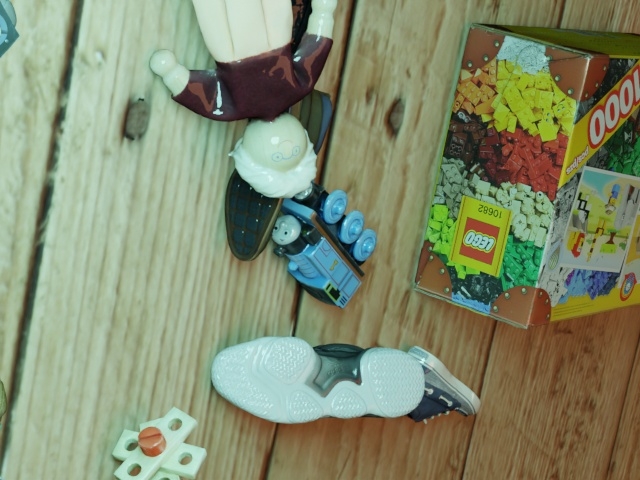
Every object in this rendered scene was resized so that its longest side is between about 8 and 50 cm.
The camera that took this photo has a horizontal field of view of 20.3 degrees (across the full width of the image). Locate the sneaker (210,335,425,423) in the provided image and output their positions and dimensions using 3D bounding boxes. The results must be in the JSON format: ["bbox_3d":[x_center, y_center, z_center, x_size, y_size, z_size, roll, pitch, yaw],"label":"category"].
[{"bbox_3d":[-0.021,0.171,2.166,0.269,0.153,0.101,5,84,-22],"label":"sneaker"}]

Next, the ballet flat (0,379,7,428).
[{"bbox_3d":[-0.406,0.151,1.572,0.342,0.116,0.124,-21,108,-54],"label":"ballet flat"}]

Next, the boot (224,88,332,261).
[{"bbox_3d":[-0.039,-0.080,2.031,0.106,0.082,0.219,8,97,-55],"label":"boot"}]

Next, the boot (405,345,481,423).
[{"bbox_3d":[0.154,0.222,2.501,0.086,0.069,0.190,-57,138,-10],"label":"boot"}]

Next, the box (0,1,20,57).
[{"bbox_3d":[-0.357,-0.156,1.415,0.147,0.180,0.077,-55,143,-27],"label":"box"}]

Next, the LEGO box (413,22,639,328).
[{"bbox_3d":[0.374,-0.100,2.529,0.500,0.193,0.372,-7,112,-54],"label":"LEGO box"}]

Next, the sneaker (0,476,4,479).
[{"bbox_3d":[-0.344,0.251,1.752,0.135,0.058,0.052,4,102,-56],"label":"sneaker"}]

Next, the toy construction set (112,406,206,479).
[{"bbox_3d":[-0.152,0.351,2.008,0.215,0.151,0.327,-33,129,-11],"label":"toy construction set"}]

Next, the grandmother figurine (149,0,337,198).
[{"bbox_3d":[-0.074,-0.198,1.862,0.208,0.104,0.342,-15,118,-3],"label":"grandmother figurine"}]

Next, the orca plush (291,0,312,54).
[{"bbox_3d":[0.007,-0.309,1.967,0.287,0.102,0.151,-59,146,-20],"label":"orca plush"}]

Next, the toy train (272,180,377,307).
[{"bbox_3d":[0.000,0.000,2.137,0.105,0.080,0.184,-57,146,-12],"label":"toy train"}]

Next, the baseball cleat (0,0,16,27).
[{"bbox_3d":[-0.314,-0.256,1.537,0.206,0.072,0.109,43,63,-59],"label":"baseball cleat"}]
